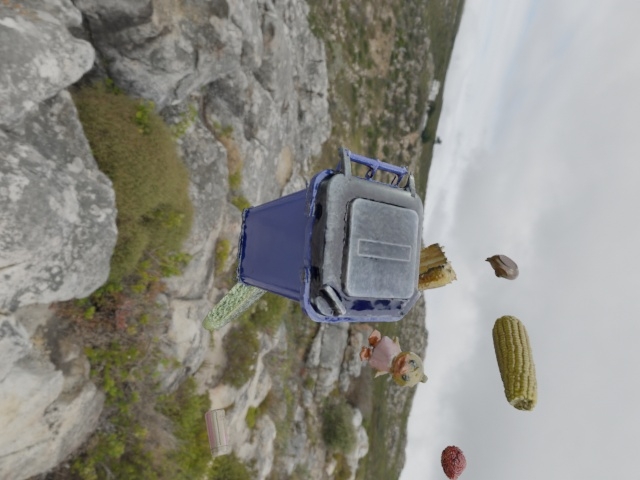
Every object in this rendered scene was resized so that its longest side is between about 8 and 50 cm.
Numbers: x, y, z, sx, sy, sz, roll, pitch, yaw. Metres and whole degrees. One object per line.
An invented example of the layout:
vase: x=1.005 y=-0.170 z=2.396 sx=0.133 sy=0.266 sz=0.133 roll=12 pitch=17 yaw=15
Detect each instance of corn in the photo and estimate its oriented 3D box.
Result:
corn: x=0.639 y=0.386 z=1.430 sx=0.363 sy=0.120 sz=0.121 roll=-74 pitch=171 yaw=-53

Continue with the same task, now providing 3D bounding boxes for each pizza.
pizza: x=0.229 y=0.088 z=1.166 sx=0.287 sy=0.251 sz=0.074 roll=-37 pitch=110 yaw=-73

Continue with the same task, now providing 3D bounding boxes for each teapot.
teapot: x=0.687 y=0.104 z=1.654 sx=0.098 sy=0.129 sz=0.078 roll=-29 pitch=154 yaw=-49

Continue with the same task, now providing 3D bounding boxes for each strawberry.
strawberry: x=0.418 y=0.702 z=1.372 sx=0.083 sy=0.083 sz=0.097 roll=92 pitch=12 yaw=-46

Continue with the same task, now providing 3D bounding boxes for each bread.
bread: x=-0.166 y=0.114 z=1.084 sx=0.286 sy=0.056 sz=0.207 roll=-45 pitch=175 yaw=-1

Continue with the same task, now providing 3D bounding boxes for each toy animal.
toy animal: x=0.311 y=0.507 z=1.800 sx=0.196 sy=0.281 sz=0.169 roll=-59 pitch=139 yaw=-9

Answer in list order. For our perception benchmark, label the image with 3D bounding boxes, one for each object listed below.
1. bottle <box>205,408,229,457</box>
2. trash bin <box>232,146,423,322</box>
bottle: x=-0.232 y=0.434 z=0.986 sx=0.045 sy=0.045 sz=0.097 roll=83 pitch=-9 yaw=-62
trash bin: x=0.000 y=0.000 z=0.551 sx=0.234 sy=0.162 sz=0.184 roll=-2 pitch=-98 yaw=54
